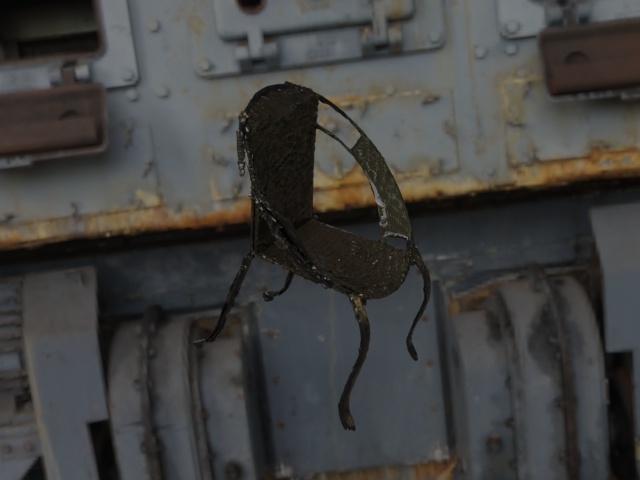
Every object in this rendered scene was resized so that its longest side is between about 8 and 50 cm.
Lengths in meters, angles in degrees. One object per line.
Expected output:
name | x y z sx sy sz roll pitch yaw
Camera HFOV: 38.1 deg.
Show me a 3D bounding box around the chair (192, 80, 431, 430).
chair | 0.000 0.000 0.693 0.149 0.213 0.174 18 27 24
